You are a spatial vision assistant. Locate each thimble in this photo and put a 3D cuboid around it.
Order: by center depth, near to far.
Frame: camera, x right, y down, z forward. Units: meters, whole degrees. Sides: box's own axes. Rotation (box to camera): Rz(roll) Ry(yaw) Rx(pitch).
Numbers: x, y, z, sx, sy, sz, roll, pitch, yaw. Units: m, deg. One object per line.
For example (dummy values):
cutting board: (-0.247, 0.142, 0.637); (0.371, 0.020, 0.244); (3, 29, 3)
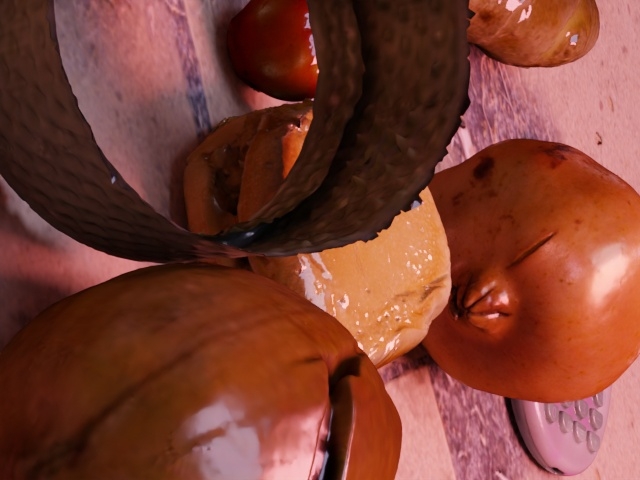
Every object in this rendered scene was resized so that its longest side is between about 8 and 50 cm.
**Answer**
thimble: (-0.063, -0.118, 1.109); (0.271, 0.150, 0.271); (3, 85, -33)

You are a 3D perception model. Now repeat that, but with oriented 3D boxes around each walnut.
walnut: (-0.057, 0.108, 1.082); (0.336, 0.209, 0.209); (-22, 99, -64)

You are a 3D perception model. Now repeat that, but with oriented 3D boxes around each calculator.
calculator: (0.210, 0.059, 1.729); (0.185, 0.041, 0.299); (34, 53, -51)

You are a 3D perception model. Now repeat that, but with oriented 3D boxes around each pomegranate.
pomegranate: (0.158, 0.025, 1.499); (0.209, 0.209, 0.209); (30, 54, -53)

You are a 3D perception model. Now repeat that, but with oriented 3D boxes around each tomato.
tomato: (-0.024, -0.136, 1.363); (0.087, 0.075, 0.087); (-10, 90, -75)

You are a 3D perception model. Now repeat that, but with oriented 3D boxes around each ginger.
ginger: (0.162, -0.208, 1.676); (0.263, 0.109, 0.116); (18, 66, -56)

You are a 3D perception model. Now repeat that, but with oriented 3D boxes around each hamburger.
hamburger: (0.001, 0.002, 1.316); (0.214, 0.108, 0.214); (33, 50, -52)
